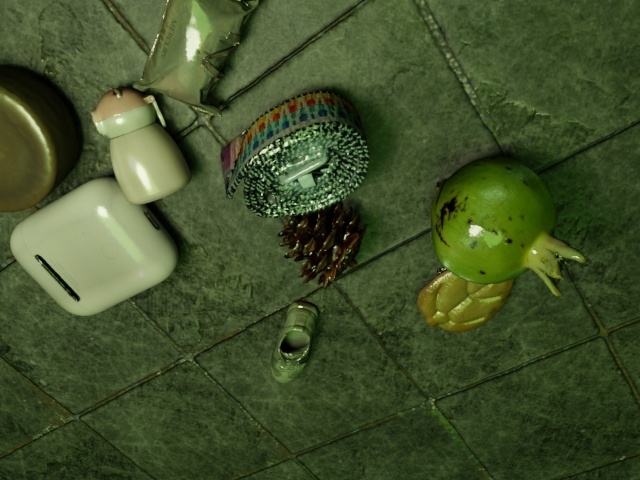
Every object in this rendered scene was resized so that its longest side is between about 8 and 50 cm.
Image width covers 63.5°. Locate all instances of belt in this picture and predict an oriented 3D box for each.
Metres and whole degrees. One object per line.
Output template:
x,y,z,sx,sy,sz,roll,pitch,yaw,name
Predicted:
-0.045,-0.173,1.065,0.295,0.161,0.207,-29,132,21,belt

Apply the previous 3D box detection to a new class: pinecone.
0.000,0.000,1.144,0.207,0.208,0.208,2,121,4,pinecone

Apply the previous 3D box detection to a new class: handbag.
-0.233,-0.371,0.989,0.182,0.117,0.270,22,119,-17,handbag

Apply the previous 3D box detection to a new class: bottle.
-0.382,-0.206,1.084,0.147,0.147,0.237,-15,111,14,bottle

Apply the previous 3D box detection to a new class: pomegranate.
0.364,-0.021,1.034,0.260,0.340,0.261,-18,128,-24,pomegranate

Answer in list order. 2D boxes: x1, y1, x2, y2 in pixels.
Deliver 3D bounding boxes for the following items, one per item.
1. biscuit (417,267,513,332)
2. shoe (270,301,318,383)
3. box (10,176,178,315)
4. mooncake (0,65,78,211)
0.362,0.136,1.274,0.203,0.041,0.260,39,118,-16,biscuit
-0.076,0.292,1.375,0.103,0.098,0.275,14,122,1,shoe
-0.534,0.022,1.228,0.348,0.141,0.289,-24,117,18,box
-0.663,-0.216,1.091,0.284,0.155,0.285,2,119,4,mooncake
